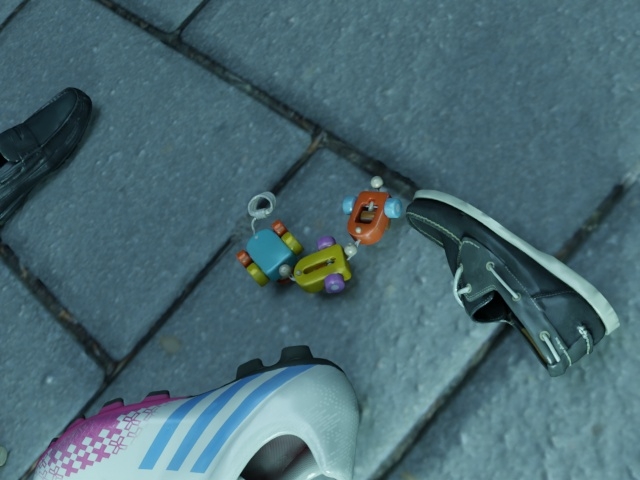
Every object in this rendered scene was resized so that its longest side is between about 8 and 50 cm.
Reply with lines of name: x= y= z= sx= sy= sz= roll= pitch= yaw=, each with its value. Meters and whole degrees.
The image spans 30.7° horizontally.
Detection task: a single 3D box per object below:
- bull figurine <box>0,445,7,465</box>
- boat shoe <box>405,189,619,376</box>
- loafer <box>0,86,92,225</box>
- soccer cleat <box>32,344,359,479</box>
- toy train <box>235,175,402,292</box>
bull figurine: x=-0.448 y=0.262 z=1.214 sx=0.188 sy=0.101 sz=0.311 roll=5 pitch=67 yaw=28
boat shoe: x=0.144 y=0.029 z=1.002 sx=0.079 sy=0.084 sz=0.233 roll=-47 pitch=49 yaw=-4
loafer: x=-0.371 y=-0.106 z=1.436 sx=0.223 sy=0.078 sz=0.076 roll=-49 pitch=47 yaw=-5
soccer cleat: x=-0.119 y=0.205 z=1.029 sx=0.331 sy=0.116 sz=0.143 roll=-23 pitch=49 yaw=18
toy train: x=0.000 y=0.000 z=1.146 sx=0.166 sy=0.046 sz=0.125 roll=1 pitch=59 yaw=30
